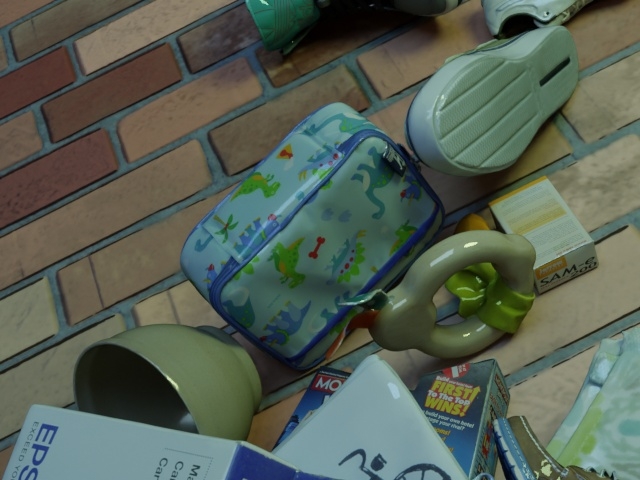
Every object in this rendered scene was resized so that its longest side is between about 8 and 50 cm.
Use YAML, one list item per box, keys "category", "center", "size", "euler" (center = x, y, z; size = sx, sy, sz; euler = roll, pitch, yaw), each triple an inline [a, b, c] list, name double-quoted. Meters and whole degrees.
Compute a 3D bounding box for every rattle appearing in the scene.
- category: "rattle"
  center: [0.075, 0.028, 1.063]
  size: [0.200, 0.130, 0.142]
  euler: [-14, 55, -14]

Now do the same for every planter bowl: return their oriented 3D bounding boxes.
- category: "planter bowl"
  center: [-0.121, 0.138, 1.071]
  size: [0.162, 0.162, 0.109]
  euler: [17, 33, 35]

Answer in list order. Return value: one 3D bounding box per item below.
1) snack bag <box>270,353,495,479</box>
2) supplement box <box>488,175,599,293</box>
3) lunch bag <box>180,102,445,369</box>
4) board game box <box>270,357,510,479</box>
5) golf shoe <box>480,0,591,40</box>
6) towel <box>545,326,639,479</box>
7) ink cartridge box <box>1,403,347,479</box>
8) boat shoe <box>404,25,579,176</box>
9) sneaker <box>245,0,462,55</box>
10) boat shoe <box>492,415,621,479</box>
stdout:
- category: "snack bag"
  center: [0.006, 0.281, 0.870]
  size: [0.323, 0.037, 0.342]
  euler: [-44, 47, 12]
- category: "supplement box"
  center: [0.202, -0.006, 1.121]
  size: [0.062, 0.036, 0.098]
  euler: [-25, 45, 1]
- category: "lunch bag"
  center: [0.000, 0.000, 1.103]
  size: [0.219, 0.176, 0.090]
  euler: [-45, 46, -3]
- category: "board game box"
  center: [0.066, 0.177, 1.003]
  size: [0.194, 0.060, 0.194]
  euler: [13, 56, 33]
- category: "golf shoe"
  center: [0.260, -0.256, 1.315]
  size: [0.176, 0.069, 0.086]
  euler: [-8, 68, 22]
- category: "towel"
  center: [0.289, 0.245, 0.826]
  size: [0.374, 0.090, 0.320]
  euler: [21, 64, 37]
- category: "ink cartridge box"
  center: [-0.150, 0.297, 0.903]
  size: [0.330, 0.071, 0.324]
  euler: [1, 64, 39]
- category: "boat shoe"
  center: [0.151, -0.130, 1.169]
  size: [0.094, 0.109, 0.302]
  euler: [-6, 16, 36]
- category: "sneaker"
  center: [0.007, -0.281, 1.392]
  size: [0.178, 0.123, 0.295]
  euler: [-39, 38, -19]
- category: "boat shoe"
  center: [0.178, 0.188, 0.827]
  size: [0.066, 0.066, 0.183]
  euler: [-26, 56, -3]
